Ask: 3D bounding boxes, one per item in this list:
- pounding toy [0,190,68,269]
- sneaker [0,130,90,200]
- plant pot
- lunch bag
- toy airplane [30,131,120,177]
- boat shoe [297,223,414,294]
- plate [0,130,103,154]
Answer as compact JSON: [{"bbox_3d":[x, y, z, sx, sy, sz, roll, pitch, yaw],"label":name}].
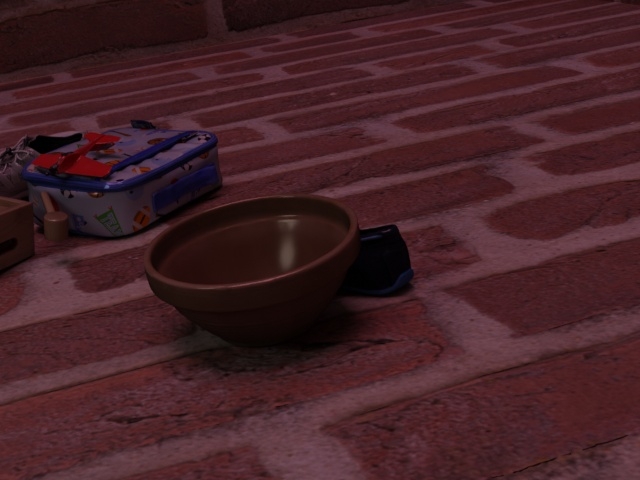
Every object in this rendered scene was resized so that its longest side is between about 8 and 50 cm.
[{"bbox_3d":[-0.450,-0.006,1.394,0.206,0.094,0.181,11,21,20],"label":"pounding toy"},{"bbox_3d":[-0.516,-0.138,1.680,0.281,0.115,0.105,-13,48,-13],"label":"sneaker"},{"bbox_3d":[-0.068,0.042,1.074,0.237,0.110,0.237,-8,23,3],"label":"plant pot"},{"bbox_3d":[-0.304,-0.105,1.572,0.243,0.115,0.303,6,25,28],"label":"lunch bag"},{"bbox_3d":[-0.358,-0.129,1.464,0.151,0.028,0.151,-4,27,2],"label":"toy airplane"},{"bbox_3d":[0.000,0.000,1.203,0.258,0.089,0.109,4,23,29],"label":"boat shoe"},{"bbox_3d":[-0.510,-0.161,1.891,0.277,0.045,0.278,10,27,39],"label":"plate"}]
